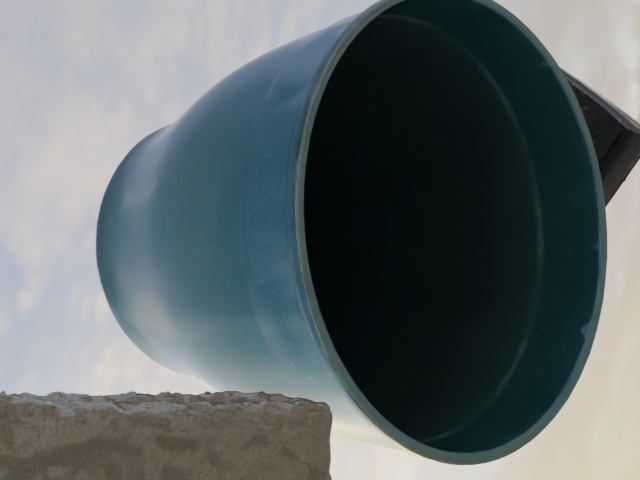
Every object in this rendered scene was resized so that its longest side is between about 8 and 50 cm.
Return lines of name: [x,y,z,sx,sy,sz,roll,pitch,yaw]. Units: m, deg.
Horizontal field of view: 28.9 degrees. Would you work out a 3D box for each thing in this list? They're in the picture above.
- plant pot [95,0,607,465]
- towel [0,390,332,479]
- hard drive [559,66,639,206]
plant pot: [0.000,0.000,0.795,0.271,0.255,0.272,6,-99,-43]
towel: [-0.119,0.145,0.445,0.282,0.049,0.187,6,-98,-30]
hard drive: [0.129,-0.096,1.045,0.172,0.254,0.054,-54,-22,-4]
